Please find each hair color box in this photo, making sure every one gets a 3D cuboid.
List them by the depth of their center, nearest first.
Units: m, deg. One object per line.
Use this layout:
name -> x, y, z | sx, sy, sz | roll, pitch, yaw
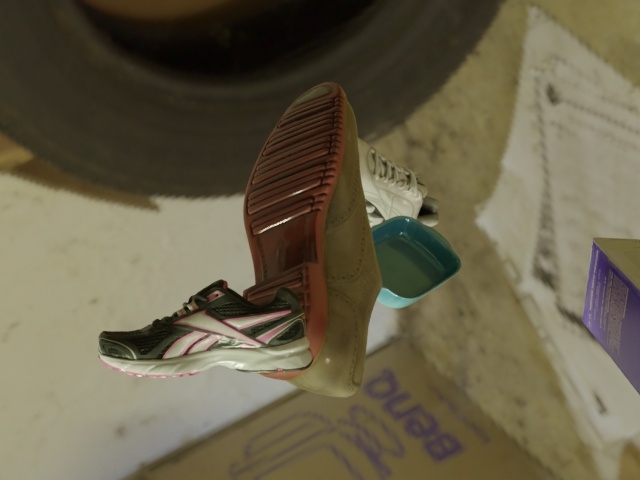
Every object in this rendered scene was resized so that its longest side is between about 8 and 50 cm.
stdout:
hair color box -> 0.393, 0.093, 1.462 | 0.339, 0.185, 0.110 | -106, 20, -75

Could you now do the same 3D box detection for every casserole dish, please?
casserole dish -> 0.101, 0.030, 1.871 | 0.114, 0.188, 0.037 | 42, 126, 15

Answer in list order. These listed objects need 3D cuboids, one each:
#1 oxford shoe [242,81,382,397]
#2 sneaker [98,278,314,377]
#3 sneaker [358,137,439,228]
oxford shoe -> 0.000, 0.000, 1.537 | 0.123, 0.348, 0.130 | -16, 145, 40
sneaker -> -0.096, 0.071, 1.237 | 0.072, 0.178, 0.077 | -154, 62, -86
sneaker -> 0.095, -0.094, 2.303 | 0.292, 0.118, 0.110 | 45, -135, -53
